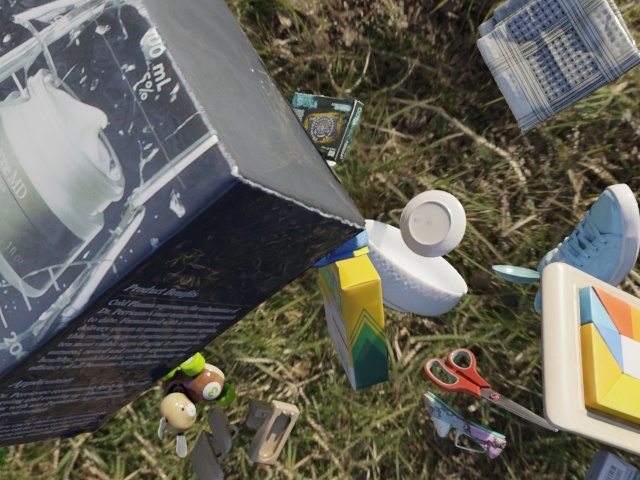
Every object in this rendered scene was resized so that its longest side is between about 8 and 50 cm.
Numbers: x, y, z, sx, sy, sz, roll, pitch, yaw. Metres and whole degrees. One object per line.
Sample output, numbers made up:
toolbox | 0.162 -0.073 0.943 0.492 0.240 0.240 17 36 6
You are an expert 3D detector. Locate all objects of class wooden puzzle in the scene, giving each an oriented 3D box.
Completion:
wooden puzzle | 0.388 0.157 0.864 0.239 0.044 0.220 20 60 -19

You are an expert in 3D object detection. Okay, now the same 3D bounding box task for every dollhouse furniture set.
dollhouse furniture set | -0.115 0.360 1.160 0.151 0.123 0.144 21 100 -28

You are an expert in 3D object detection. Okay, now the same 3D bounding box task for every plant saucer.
plant saucer | 0.479 0.085 1.651 0.120 0.119 0.021 8 100 4

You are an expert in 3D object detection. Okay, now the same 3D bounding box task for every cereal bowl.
cereal bowl | 0.219 0.094 1.831 0.339 0.339 0.141 32 107 2

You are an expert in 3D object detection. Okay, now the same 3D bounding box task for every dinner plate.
dinner plate | 0.226 -0.035 1.381 0.141 0.017 0.141 -6 78 28

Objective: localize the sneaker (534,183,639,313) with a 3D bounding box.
sneaker | 0.539 0.044 1.401 0.150 0.135 0.365 -6 132 -8

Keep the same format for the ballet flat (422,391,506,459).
ballet flat | 0.330 0.447 1.605 0.222 0.077 0.079 30 85 8

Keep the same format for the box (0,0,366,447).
box | -0.290 -0.085 0.793 0.472 0.297 0.479 -37 69 15

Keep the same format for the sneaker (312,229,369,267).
sneaker | 0.000 0.000 1.051 0.069 0.209 0.082 -8 94 39

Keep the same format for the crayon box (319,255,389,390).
crayon box | 0.061 0.118 1.383 0.083 0.203 0.322 -15 125 -8

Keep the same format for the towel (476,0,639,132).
towel | 0.546 -0.469 1.597 0.312 0.056 0.324 -31 67 33

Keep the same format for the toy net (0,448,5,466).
toy net | -0.543 0.399 0.955 0.122 0.045 0.232 9 50 14

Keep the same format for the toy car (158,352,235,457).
toy car | -0.296 0.368 1.480 0.149 0.188 0.155 -14 129 27

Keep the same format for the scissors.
scissors | 0.314 0.301 1.302 0.109 0.297 0.021 -25 124 -16

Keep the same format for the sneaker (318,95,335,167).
sneaker | 0.007 -0.226 1.568 0.091 0.232 0.115 -18 52 -15

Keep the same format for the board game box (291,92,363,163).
board game box | -0.005 -0.231 1.369 0.186 0.026 0.126 20 89 45

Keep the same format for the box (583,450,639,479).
box | 0.431 0.397 0.912 0.186 0.038 0.145 32 74 1
